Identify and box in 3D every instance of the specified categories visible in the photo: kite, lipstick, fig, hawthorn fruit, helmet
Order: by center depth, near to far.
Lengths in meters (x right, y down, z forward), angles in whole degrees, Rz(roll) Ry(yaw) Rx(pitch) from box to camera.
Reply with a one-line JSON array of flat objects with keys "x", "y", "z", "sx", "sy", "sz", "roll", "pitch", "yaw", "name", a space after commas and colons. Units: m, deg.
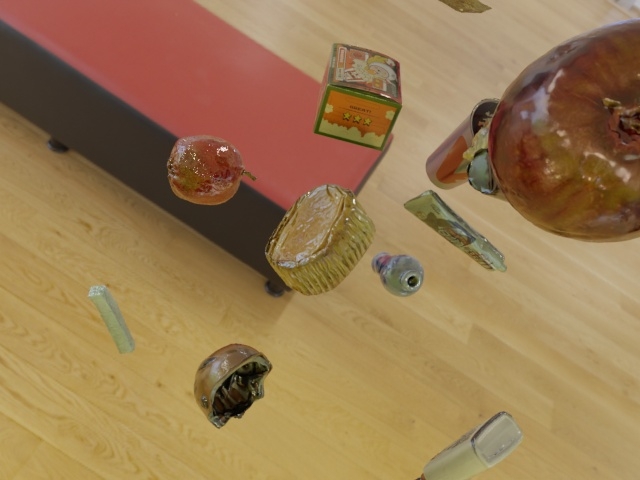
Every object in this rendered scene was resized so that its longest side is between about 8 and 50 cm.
[{"x": 0.226, "y": -0.083, "z": 0.436, "sx": 0.175, "sy": 0.175, "sz": 0.207, "roll": 35, "pitch": 5, "yaw": 3, "name": "fig"}, {"x": 0.365, "y": -0.080, "z": 0.806, "sx": 0.418, "sy": 0.077, "sz": 0.077, "roll": 4, "pitch": 50, "yaw": -44, "name": "lipstick"}, {"x": -0.228, "y": 0.334, "z": 1.238, "sx": 0.130, "sy": 0.224, "sz": 0.198, "roll": 31, "pitch": 42, "yaw": 29, "name": "helmet"}, {"x": 0.329, "y": -0.647, "z": 1.338, "sx": 0.245, "sy": 0.015, "sz": 0.141, "roll": 12, "pitch": 10, "yaw": -25, "name": "kite"}, {"x": -0.308, "y": -0.200, "z": 1.464, "sx": 0.253, "sy": 0.205, "sz": 0.205, "roll": 1, "pitch": 53, "yaw": -27, "name": "hawthorn fruit"}]

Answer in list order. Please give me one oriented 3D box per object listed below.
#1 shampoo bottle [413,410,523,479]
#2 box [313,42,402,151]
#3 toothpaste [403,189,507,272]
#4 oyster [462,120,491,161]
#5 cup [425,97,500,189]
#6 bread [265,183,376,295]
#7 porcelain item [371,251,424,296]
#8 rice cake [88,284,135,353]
[{"x": 0.261, "y": 0.440, "z": 0.990, "sx": 0.153, "sy": 0.284, "sz": 0.071, "roll": -15, "pitch": 57, "yaw": -43, "name": "shampoo bottle"}, {"x": 0.090, "y": -0.343, "z": 1.206, "sx": 0.177, "sy": 0.148, "sz": 0.195, "roll": 14, "pitch": 47, "yaw": -8, "name": "box"}, {"x": 0.223, "y": -0.007, "z": 0.798, "sx": 0.233, "sy": 0.060, "sz": 0.038, "roll": 33, "pitch": 55, "yaw": -28, "name": "toothpaste"}, {"x": 0.491, "y": -0.296, "z": 1.196, "sx": 0.107, "sy": 0.354, "sz": 0.201, "roll": 52, "pitch": 19, "yaw": -11, "name": "oyster"}, {"x": 0.444, "y": -0.261, "z": 1.507, "sx": 0.203, "sy": 0.288, "sz": 0.203, "roll": 5, "pitch": 74, "yaw": -19, "name": "cup"}, {"x": 0.000, "y": 0.000, "z": 1.182, "sx": 0.227, "sy": 0.142, "sz": 0.253, "roll": 15, "pitch": 65, "yaw": 42, "name": "bread"}, {"x": 0.249, "y": 0.104, "z": 1.663, "sx": 0.141, "sy": 0.141, "sz": 0.259, "roll": 17, "pitch": 5, "yaw": -15, "name": "porcelain item"}, {"x": -0.537, "y": 0.211, "z": 1.322, "sx": 0.045, "sy": 0.245, "sz": 0.042, "roll": -5, "pitch": 40, "yaw": -1, "name": "rice cake"}]
